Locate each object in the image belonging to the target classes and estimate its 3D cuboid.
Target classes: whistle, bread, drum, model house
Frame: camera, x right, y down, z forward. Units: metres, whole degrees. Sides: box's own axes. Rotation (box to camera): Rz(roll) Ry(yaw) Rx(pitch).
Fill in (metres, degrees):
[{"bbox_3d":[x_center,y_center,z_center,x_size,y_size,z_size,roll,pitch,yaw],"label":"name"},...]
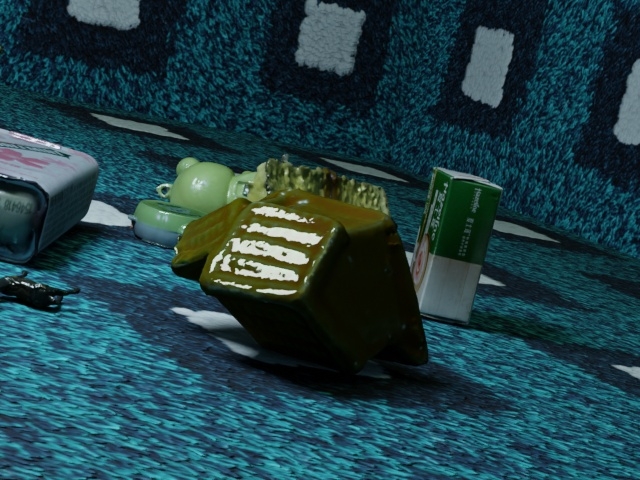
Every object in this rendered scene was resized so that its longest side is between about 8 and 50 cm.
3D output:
[{"bbox_3d":[-0.104,-0.046,2.230,0.288,0.131,0.106,13,-34,-4],"label":"whistle"},{"bbox_3d":[0.000,0.000,2.109,0.266,0.142,0.178,9,50,-43],"label":"bread"},{"bbox_3d":[-0.163,-0.002,2.056,0.130,0.049,0.253,7,11,-42],"label":"drum"},{"bbox_3d":[-0.044,0.046,1.595,0.268,0.173,0.239,11,13,30],"label":"model house"}]

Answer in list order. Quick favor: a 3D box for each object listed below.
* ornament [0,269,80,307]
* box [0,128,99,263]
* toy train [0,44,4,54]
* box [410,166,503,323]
[{"bbox_3d":[-0.304,0.051,1.517,0.073,0.028,0.125,16,6,18],"label":"ornament"},{"bbox_3d":[-0.401,-0.062,1.866,0.190,0.112,0.369,14,10,0],"label":"box"},{"bbox_3d":[-0.597,-0.244,2.278,0.177,0.261,0.134,35,18,29],"label":"toy train"},{"bbox_3d":[0.181,0.005,2.069,0.081,0.199,0.135,10,6,-7],"label":"box"}]
